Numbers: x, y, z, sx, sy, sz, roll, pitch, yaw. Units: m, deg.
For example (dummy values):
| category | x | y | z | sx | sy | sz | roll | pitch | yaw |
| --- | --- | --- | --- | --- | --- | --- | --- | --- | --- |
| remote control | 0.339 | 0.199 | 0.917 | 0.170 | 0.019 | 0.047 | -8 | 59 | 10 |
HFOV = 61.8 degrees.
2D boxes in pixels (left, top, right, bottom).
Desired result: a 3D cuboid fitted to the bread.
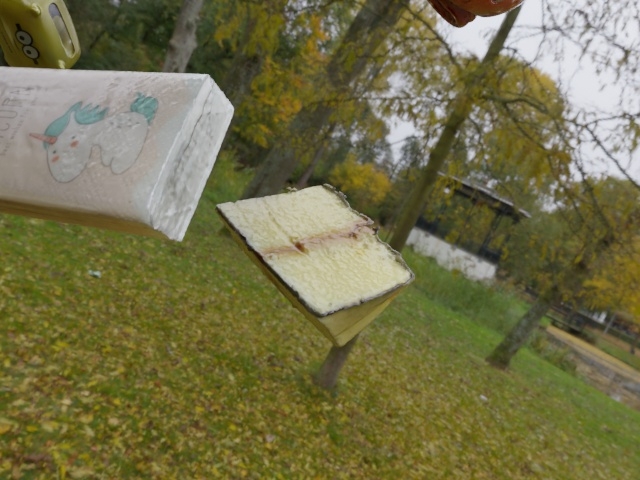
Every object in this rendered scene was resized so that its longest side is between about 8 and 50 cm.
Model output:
| category | x | y | z | sx | sy | sz | roll | pitch | yaw |
| --- | --- | --- | --- | --- | --- | --- | --- | --- | --- |
| bread | 0.000 | 0.000 | 0.740 | 0.240 | 0.178 | 0.135 | 44 | -12 | 29 |

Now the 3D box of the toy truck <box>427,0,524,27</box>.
| category | x | y | z | sx | sy | sz | roll | pitch | yaw |
| --- | --- | --- | --- | --- | --- | --- | --- | --- | --- |
| toy truck | 0.158 | -0.362 | 0.542 | 0.265 | 0.189 | 0.239 | 42 | 14 | -12 |

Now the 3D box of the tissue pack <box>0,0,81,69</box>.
| category | x | y | z | sx | sy | sz | roll | pitch | yaw |
| --- | --- | --- | --- | --- | --- | --- | --- | --- | --- |
| tissue pack | -0.521 | -0.390 | 0.979 | 0.127 | 0.123 | 0.178 | 16 | -38 | 14 |

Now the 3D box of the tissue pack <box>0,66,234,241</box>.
| category | x | y | z | sx | sy | sz | roll | pitch | yaw |
| --- | --- | --- | --- | --- | --- | --- | --- | --- | --- |
| tissue pack | -0.270 | -0.101 | 0.567 | 0.325 | 0.170 | 0.071 | 8 | -21 | 19 |
